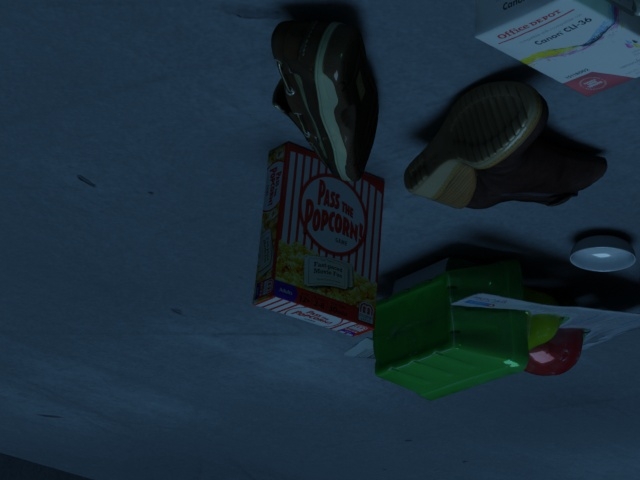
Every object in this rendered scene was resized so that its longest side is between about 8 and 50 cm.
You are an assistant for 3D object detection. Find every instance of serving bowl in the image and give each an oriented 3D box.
[{"bbox_3d":[0.361,0.012,1.965,0.083,0.027,0.083,5,159,2],"label":"serving bowl"}]

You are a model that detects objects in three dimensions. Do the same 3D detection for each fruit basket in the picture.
[{"bbox_3d":[0.260,0.120,2.146,0.353,0.165,0.327,0,164,-33],"label":"fruit basket"}]

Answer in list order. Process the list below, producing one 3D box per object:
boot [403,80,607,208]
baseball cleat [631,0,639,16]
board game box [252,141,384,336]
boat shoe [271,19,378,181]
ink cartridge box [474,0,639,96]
[{"bbox_3d":[0.231,-0.101,1.683,0.206,0.090,0.248,3,160,-27],"label":"boot"},{"bbox_3d":[0.373,-0.182,1.371,0.206,0.072,0.109,32,118,-30],"label":"baseball cleat"},{"bbox_3d":[0.000,0.000,1.796,0.146,0.194,0.045,19,154,-32],"label":"board game box"},{"bbox_3d":[0.000,-0.150,1.588,0.095,0.095,0.257,15,154,14],"label":"boat shoe"},{"bbox_3d":[0.221,-0.209,1.402,0.198,0.067,0.115,21,153,-34],"label":"ink cartridge box"}]
